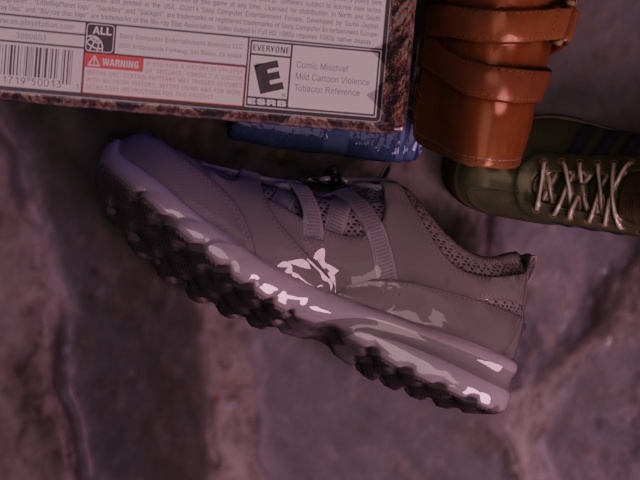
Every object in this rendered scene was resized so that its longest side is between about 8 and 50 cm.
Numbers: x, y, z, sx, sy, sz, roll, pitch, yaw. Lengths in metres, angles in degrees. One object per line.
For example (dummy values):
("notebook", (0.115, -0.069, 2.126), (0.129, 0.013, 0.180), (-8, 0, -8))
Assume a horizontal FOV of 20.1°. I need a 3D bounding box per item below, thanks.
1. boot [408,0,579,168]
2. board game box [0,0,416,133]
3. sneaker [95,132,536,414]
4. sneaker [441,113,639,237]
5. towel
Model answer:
("boot", (0.091, -0.149, 0.941), (0.109, 0.283, 0.220), (15, 92, 0))
("board game box", (-0.071, -0.209, 0.942), (0.232, 0.141, 0.291), (4, 94, -13))
("sneaker", (0.000, 0.000, 1.062), (0.281, 0.105, 0.115), (28, 75, -19))
("sneaker", (0.176, -0.035, 1.082), (0.192, 0.086, 0.064), (3, 102, -13))
("towel", (0.005, -0.084, 1.064), (0.119, 0.029, 0.067), (7, 101, -14))
